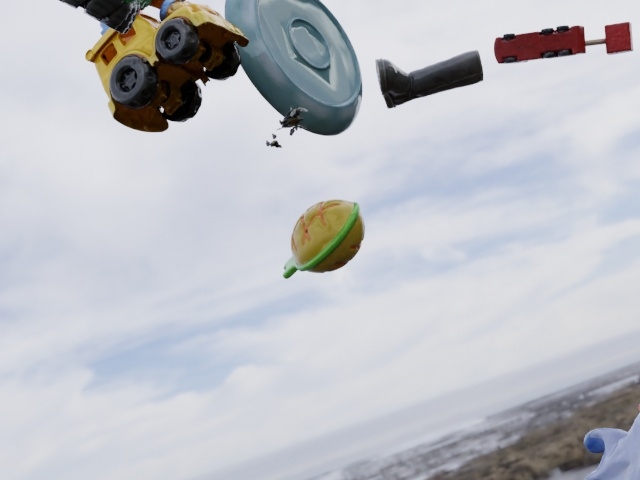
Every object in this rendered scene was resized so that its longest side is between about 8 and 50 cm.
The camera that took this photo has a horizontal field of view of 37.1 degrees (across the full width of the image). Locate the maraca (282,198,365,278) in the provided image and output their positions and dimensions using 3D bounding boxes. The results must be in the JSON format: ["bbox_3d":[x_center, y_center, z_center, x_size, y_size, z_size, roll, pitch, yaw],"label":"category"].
[{"bbox_3d":[0.000,0.000,1.446,0.185,0.099,0.127,-31,20,54],"label":"maraca"}]

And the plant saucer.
[{"bbox_3d":[-0.030,-0.330,1.642,0.043,0.317,0.317,-29,-16,36],"label":"plant saucer"}]

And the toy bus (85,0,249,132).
[{"bbox_3d":[-0.252,-0.309,1.473,0.220,0.211,0.149,-40,-22,19],"label":"toy bus"}]

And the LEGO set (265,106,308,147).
[{"bbox_3d":[-0.050,-0.169,1.394,0.083,0.023,0.054,-34,-26,15],"label":"LEGO set"}]

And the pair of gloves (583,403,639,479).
[{"bbox_3d":[0.233,0.216,0.697,0.023,0.198,0.159,-1,-44,-9],"label":"pair of gloves"}]

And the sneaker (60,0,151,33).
[{"bbox_3d":[-0.212,-0.333,1.040,0.134,0.343,0.146,29,-74,-23],"label":"sneaker"}]

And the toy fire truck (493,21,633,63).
[{"bbox_3d":[0.388,-0.314,1.520,0.192,0.047,0.135,-2,7,32],"label":"toy fire truck"}]

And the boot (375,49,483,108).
[{"bbox_3d":[0.223,-0.340,1.932,0.208,0.076,0.189,-10,-12,11],"label":"boot"}]
